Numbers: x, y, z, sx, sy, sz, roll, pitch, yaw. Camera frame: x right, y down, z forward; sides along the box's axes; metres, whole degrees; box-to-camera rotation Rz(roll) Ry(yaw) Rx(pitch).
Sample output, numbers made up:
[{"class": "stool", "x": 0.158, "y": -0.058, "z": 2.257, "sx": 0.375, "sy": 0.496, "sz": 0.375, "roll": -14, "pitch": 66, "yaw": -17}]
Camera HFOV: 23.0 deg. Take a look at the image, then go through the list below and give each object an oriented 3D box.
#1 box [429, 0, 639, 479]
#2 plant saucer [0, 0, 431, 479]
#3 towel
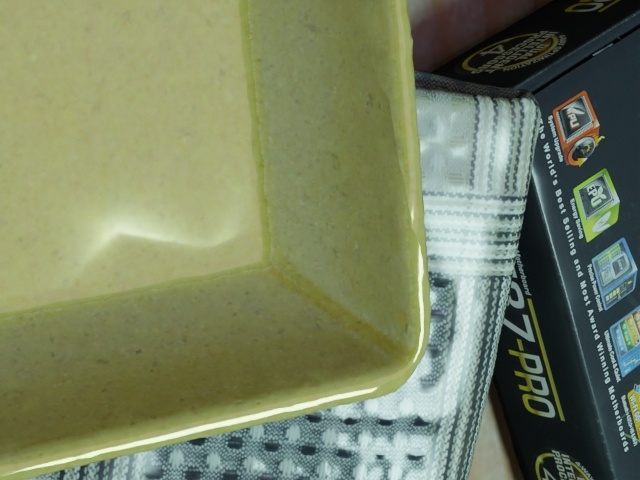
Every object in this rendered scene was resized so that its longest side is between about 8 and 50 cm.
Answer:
[{"class": "box", "x": 0.240, "y": 0.019, "z": 0.998, "sx": 0.318, "sy": 0.097, "sz": 0.395, "roll": -32, "pitch": 115, "yaw": -33}, {"class": "plant saucer", "x": -0.133, "y": -0.080, "z": 0.572, "sx": 0.333, "sy": 0.081, "sz": 0.332, "roll": -11, "pitch": 106, "yaw": -22}, {"class": "towel", "x": -0.074, "y": 0.059, "z": 0.701, "sx": 0.324, "sy": 0.056, "sz": 0.312, "roll": 7, "pitch": 105, "yaw": -16}]
